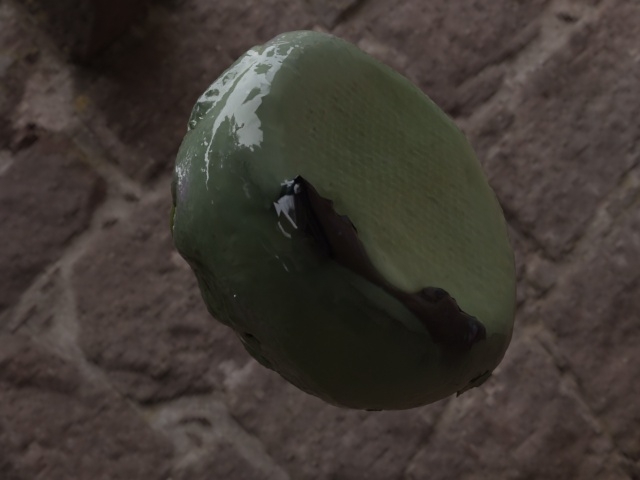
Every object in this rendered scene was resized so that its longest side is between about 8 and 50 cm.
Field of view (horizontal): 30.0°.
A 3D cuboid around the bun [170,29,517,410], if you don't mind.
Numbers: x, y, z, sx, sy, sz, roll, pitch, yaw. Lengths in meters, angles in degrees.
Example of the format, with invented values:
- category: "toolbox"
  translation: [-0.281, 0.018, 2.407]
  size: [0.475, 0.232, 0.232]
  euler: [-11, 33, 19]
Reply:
- category: "bun"
  translation: [0.000, 0.000, 0.886]
  size: [0.187, 0.293, 0.293]
  euler: [-32, 12, 34]

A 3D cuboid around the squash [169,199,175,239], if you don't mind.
- category: "squash"
  translation: [-0.123, -0.057, 1.522]
  size: [0.132, 0.133, 0.247]
  euler: [-52, -8, -52]
